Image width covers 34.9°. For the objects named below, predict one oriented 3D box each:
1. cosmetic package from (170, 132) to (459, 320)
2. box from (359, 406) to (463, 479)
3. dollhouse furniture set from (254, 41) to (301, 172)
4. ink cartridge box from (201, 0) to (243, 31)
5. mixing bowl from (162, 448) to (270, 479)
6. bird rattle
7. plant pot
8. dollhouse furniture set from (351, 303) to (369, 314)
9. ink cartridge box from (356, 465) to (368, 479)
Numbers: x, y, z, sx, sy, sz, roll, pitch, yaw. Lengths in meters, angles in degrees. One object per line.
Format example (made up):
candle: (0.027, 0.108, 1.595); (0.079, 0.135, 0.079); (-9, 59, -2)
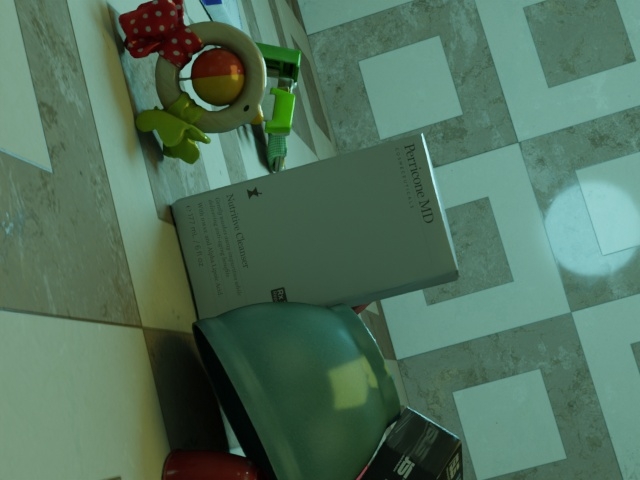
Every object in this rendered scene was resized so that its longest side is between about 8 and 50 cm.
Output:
cosmetic package: (0.000, 0.000, 1.522); (0.156, 0.385, 0.217); (33, 41, -77)
box: (0.081, 0.430, 1.425); (0.318, 0.097, 0.395); (-55, 160, -17)
dollhouse furniture set: (-0.138, -0.291, 2.292); (0.301, 0.151, 0.198); (108, -10, -74)
ink cartridge box: (-0.234, -0.574, 2.265); (0.224, 0.045, 0.223); (56, 20, -63)
mixing bowl: (-0.106, 0.322, 1.199); (0.181, 0.098, 0.181); (-17, 90, -82)
bird rattle: (-0.183, -0.244, 1.499); (0.143, 0.206, 0.254); (133, -48, -79)
plant pot: (-0.018, 0.198, 1.332); (0.293, 0.196, 0.293); (57, -16, 26)
dollhouse furniture set: (0.021, 0.020, 2.247); (0.201, 0.152, 0.374); (54, -11, -14)
ink cartridge box: (0.078, 0.538, 2.035); (0.134, 0.078, 0.231); (-90, 161, -63)
